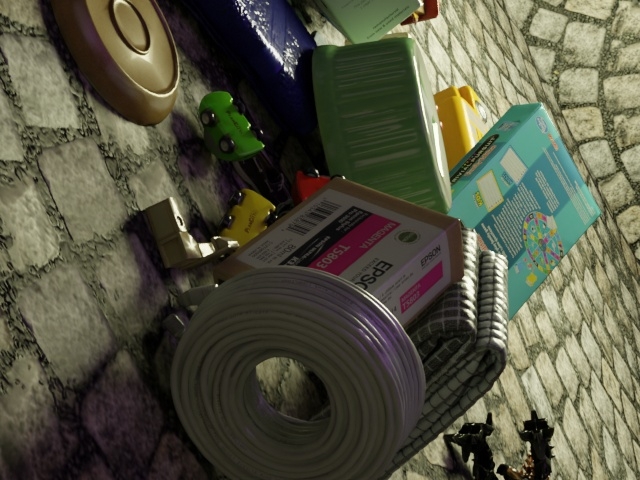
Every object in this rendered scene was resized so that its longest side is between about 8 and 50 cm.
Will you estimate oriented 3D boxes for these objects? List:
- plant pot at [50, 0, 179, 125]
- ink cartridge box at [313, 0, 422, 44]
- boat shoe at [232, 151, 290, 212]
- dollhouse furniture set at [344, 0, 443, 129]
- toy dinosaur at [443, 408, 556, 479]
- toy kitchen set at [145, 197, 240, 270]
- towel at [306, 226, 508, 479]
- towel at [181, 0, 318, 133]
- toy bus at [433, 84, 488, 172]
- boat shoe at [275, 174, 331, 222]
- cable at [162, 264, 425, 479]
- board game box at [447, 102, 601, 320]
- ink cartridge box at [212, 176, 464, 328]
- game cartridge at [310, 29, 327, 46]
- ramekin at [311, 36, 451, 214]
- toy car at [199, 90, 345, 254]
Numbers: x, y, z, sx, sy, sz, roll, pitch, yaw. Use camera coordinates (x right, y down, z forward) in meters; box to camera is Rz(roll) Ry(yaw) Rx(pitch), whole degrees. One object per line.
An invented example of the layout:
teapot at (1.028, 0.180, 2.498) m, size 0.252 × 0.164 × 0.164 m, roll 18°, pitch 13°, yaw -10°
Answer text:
plant pot at (-0.235, -0.250, 1.600) m, size 0.236 × 0.032 × 0.236 m, roll 49°, pitch 29°, yaw -38°
ink cartridge box at (0.001, -0.473, 2.120) m, size 0.307 × 0.129 × 0.223 m, roll 51°, pitch 4°, yaw -26°
boat shoe at (-0.071, -0.083, 1.799) m, size 0.125 × 0.038 × 0.046 m, roll 49°, pitch 26°, yaw -37°
dollhouse furniture set at (0.115, -0.326, 2.383) m, size 0.201 × 0.152 × 0.374 m, roll 4°, pitch 82°, yaw -66°
toy dinosaur at (0.290, 0.386, 2.080) m, size 0.322 × 0.164 × 0.219 m, roll -89°, pitch 168°, yaw -81°
toy kitchen set at (-0.139, -0.013, 1.531) m, size 0.083 × 0.068 × 0.075 m, roll 0°, pitch 68°, yaw -67°
towel at (0.109, 0.139, 1.692) m, size 0.121 × 0.283 × 0.235 m, roll 37°, pitch 27°, yaw -16°
towel at (-0.103, -0.315, 1.921) m, size 0.308 × 0.076 × 0.228 m, roll 53°, pitch 22°, yaw -34°
toy bus at (0.261, -0.151, 2.540) m, size 0.130 × 0.108 × 0.333 m, roll 36°, pitch 37°, yaw -49°
boat shoe at (-0.021, -0.015, 1.777) m, size 0.081 × 0.079 × 0.228 m, roll 49°, pitch 36°, yaw -35°
cable at (-0.026, 0.148, 1.377) m, size 0.257 × 0.257 × 0.089 m, roll 62°, pitch 27°, yaw -13°
board game box at (0.324, -0.040, 2.366) m, size 0.336 × 0.079 × 0.254 m, roll -45°, pitch 116°, yaw -26°
ink cartridge box at (0.024, 0.037, 1.565) m, size 0.234 × 0.193 × 0.088 m, roll -39°, pitch 135°, yaw -38°
game cartridge at (-0.003, -0.306, 2.210) m, size 0.056 × 0.017 × 0.083 m, roll 54°, pitch 25°, yaw -21°
ramekin at (0.097, -0.156, 2.005) m, size 0.303 × 0.148 × 0.304 m, roll -12°, pitch 90°, yaw -80°
toy car at (-0.085, -0.087, 1.704) m, size 0.239 × 0.053 × 0.225 m, roll -23°, pitch 74°, yaw -43°
